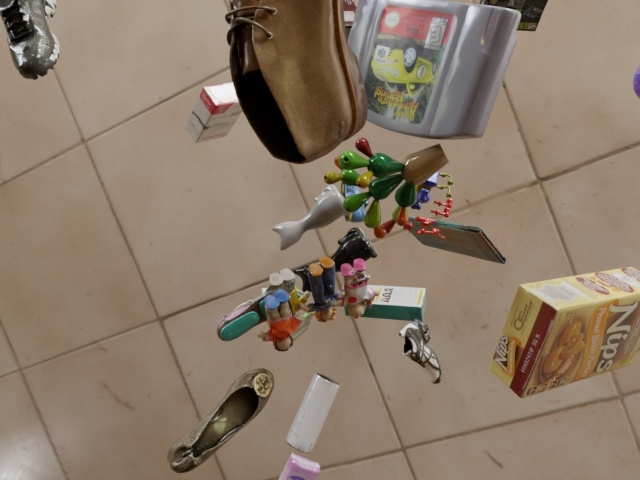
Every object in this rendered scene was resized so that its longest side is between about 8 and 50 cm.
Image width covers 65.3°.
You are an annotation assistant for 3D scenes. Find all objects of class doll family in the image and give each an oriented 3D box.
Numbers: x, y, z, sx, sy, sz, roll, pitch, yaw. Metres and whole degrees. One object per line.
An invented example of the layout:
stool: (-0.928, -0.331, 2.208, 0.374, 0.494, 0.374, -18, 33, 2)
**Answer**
doll family: (-0.019, 0.118, 1.004, 0.263, 0.118, 0.163, -20, 132, -18)

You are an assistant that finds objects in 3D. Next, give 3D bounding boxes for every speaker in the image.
speaker: (-0.013, 0.317, 0.927, 0.055, 0.055, 0.136, 23, 83, 9)

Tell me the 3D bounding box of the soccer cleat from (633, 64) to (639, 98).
soccer cleat: (0.457, -0.228, 0.616, 0.248, 0.083, 0.095, -20, 53, -20)

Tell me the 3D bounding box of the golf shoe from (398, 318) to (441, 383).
golf shoe: (0.284, 0.331, 1.446, 0.094, 0.077, 0.198, -21, 93, -18)

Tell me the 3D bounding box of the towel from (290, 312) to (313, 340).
towel: (-0.068, 0.296, 1.699, 0.023, 0.113, 0.152, 42, 148, 14)

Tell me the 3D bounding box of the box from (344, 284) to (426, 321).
box: (0.203, 0.194, 1.564, 0.244, 0.100, 0.060, 2, 120, 21)

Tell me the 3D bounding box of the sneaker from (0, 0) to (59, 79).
sneaker: (-0.482, -0.358, 0.799, 0.078, 0.106, 0.234, -22, 60, 5)

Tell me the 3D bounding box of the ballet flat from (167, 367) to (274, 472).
ballet flat: (-0.176, 0.335, 0.939, 0.084, 0.250, 0.058, 57, 148, -6)

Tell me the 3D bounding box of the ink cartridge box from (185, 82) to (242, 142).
ink cartridge box: (-0.421, -0.517, 2.021, 0.100, 0.172, 0.237, 56, 137, 8)

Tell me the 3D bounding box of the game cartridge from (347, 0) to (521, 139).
game cartridge: (0.141, -0.265, 0.770, 0.294, 0.060, 0.196, 33, 120, 43)

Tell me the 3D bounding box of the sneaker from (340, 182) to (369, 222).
sneaker: (0.117, -0.145, 1.706, 0.082, 0.209, 0.069, 0, 142, -10)

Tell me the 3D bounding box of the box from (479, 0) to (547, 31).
box: (0.541, -0.679, 1.378, 0.190, 0.045, 0.184, -4, 137, -13)

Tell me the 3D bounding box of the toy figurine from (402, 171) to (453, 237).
toy figurine: (0.399, -0.213, 1.763, 0.191, 0.362, 0.217, 17, 142, 7)

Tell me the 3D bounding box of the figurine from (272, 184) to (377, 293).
figurine: (0.000, 0.000, 1.248, 0.209, 0.092, 0.215, -32, 70, 7)

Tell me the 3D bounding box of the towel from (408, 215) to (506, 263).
towel: (0.496, -0.013, 1.911, 0.370, 0.271, 0.040, 15, 75, 45)

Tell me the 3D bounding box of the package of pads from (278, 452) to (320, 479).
package of pads: (-0.040, 0.380, 0.784, 0.050, 0.032, 0.083, 26, 94, -6)

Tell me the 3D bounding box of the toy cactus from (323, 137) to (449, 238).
toy cactus: (0.117, -0.099, 0.803, 0.180, 0.112, 0.219, -28, 132, 19)

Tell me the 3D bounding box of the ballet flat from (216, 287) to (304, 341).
ballet flat: (-0.145, 0.158, 1.167, 0.221, 0.079, 0.077, -28, 123, -4)

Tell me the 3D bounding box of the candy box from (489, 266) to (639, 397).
candy box: (0.470, 0.158, 0.903, 0.316, 0.087, 0.183, -4, 119, -27)

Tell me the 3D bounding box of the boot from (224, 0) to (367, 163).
boot: (-0.046, -0.218, 0.472, 0.112, 0.115, 0.305, 2, 124, 42)

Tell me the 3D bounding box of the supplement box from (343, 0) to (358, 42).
supplement box: (0.068, -0.732, 1.688, 0.194, 0.129, 0.191, -5, 60, -14)
